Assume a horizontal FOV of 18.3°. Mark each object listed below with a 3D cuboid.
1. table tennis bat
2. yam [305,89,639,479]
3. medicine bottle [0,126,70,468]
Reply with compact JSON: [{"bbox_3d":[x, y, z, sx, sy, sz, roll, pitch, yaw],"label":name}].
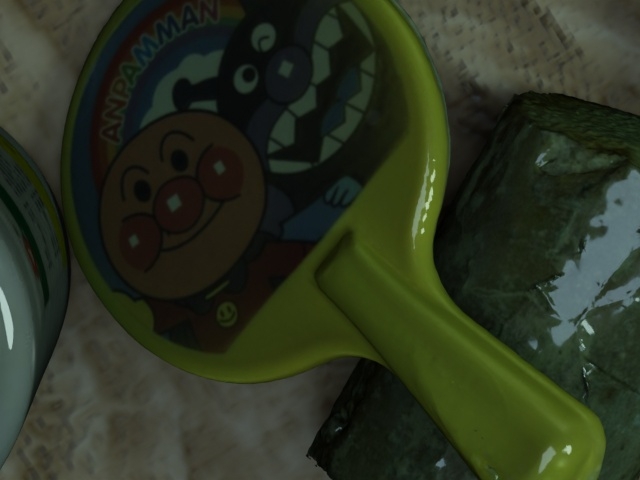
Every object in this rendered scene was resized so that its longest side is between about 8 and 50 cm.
[{"bbox_3d":[0.000,0.000,0.988,0.224,0.054,0.369,-50,63,14],"label":"table tennis bat"},{"bbox_3d":[0.116,0.052,1.038,0.161,0.161,0.268,29,99,-6],"label":"yam"},{"bbox_3d":[-0.232,0.040,0.928,0.208,0.340,0.208,0,99,-3],"label":"medicine bottle"}]
